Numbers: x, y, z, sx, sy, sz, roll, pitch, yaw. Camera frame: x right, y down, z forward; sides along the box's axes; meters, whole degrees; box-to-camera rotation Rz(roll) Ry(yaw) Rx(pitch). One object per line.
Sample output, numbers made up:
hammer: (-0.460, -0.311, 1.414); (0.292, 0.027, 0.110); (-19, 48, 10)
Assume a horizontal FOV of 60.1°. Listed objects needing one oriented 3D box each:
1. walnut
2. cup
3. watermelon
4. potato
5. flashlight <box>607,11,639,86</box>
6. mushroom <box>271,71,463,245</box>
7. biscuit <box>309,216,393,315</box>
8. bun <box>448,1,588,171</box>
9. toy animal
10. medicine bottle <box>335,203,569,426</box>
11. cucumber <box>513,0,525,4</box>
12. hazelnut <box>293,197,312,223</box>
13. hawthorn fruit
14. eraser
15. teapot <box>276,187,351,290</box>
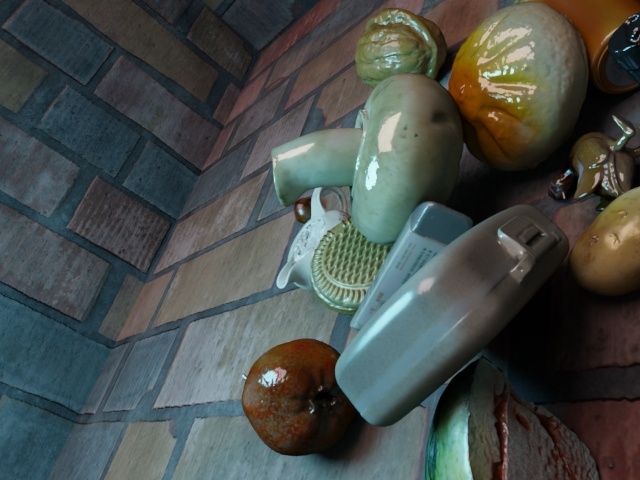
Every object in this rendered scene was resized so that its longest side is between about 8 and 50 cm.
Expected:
walnut: (0.221, -0.509, 1.507); (0.224, 0.257, 0.257); (-31, 15, -31)
cup: (0.510, -0.386, 0.989); (0.226, 0.182, 0.264); (-16, 43, 4)
watermelon: (0.226, 0.304, 0.677); (0.262, 0.201, 0.213); (93, -173, -51)
potato: (0.411, 0.002, 0.730); (0.178, 0.109, 0.119); (-45, 50, 27)
flashlight: (0.470, -0.201, 0.731); (0.093, 0.231, 0.093); (-39, 31, 30)
mushroom: (0.120, -0.121, 1.016); (0.356, 0.315, 0.315); (-44, 27, 0)
biscuit: (0.093, 0.041, 1.142); (0.258, 0.079, 0.259); (-14, 46, 14)
bun: (0.323, -0.270, 0.996); (0.299, 0.164, 0.299); (177, 90, -77)
toy animal: (0.428, -0.096, 0.855); (0.179, 0.089, 0.188); (-53, 21, 42)
medicine bottle: (0.186, 0.085, 0.744); (0.375, 0.123, 0.282); (-21, -25, -50)
cucumber: (0.492, -0.531, 1.230); (0.326, 0.105, 0.145); (-62, 1, -16)
hazelnut: (-0.037, -0.087, 1.589); (0.086, 0.086, 0.086); (-38, 31, 28)
hawthorn fruit: (-0.059, 0.287, 1.040); (0.262, 0.210, 0.211); (-6, 53, 53)
eraser: (0.145, 0.068, 0.953); (0.061, 0.089, 0.352); (-70, 4, -52)
teapot: (0.000, 0.000, 1.347); (0.208, 0.165, 0.300); (-31, 43, 58)
